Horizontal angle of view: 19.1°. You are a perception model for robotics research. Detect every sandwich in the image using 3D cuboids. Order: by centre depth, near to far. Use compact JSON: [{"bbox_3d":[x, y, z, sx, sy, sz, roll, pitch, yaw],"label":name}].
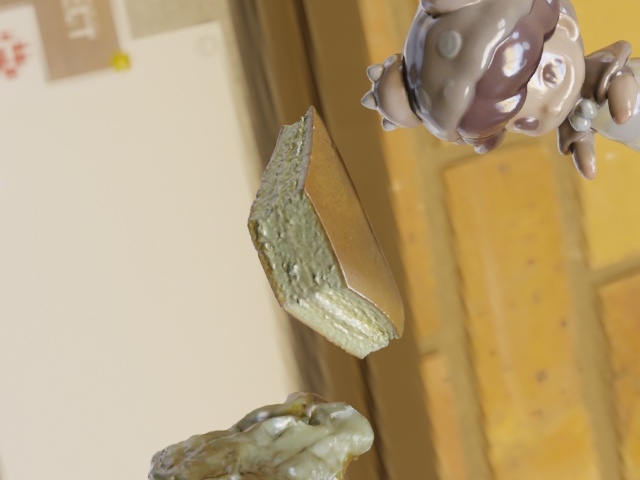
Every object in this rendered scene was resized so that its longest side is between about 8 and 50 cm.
[{"bbox_3d":[0.000,0.000,1.926,0.094,0.096,0.258,-24,-91,42],"label":"sandwich"}]

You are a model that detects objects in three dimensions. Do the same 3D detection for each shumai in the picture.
[{"bbox_3d":[-0.067,0.261,2.271,0.222,0.272,0.204,30,-87,18],"label":"shumai"}]

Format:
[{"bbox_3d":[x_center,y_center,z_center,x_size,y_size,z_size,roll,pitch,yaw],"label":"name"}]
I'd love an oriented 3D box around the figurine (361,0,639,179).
[{"bbox_3d":[0.254,-0.196,2.179,0.203,0.380,0.248,-91,-159,-46],"label":"figurine"}]
